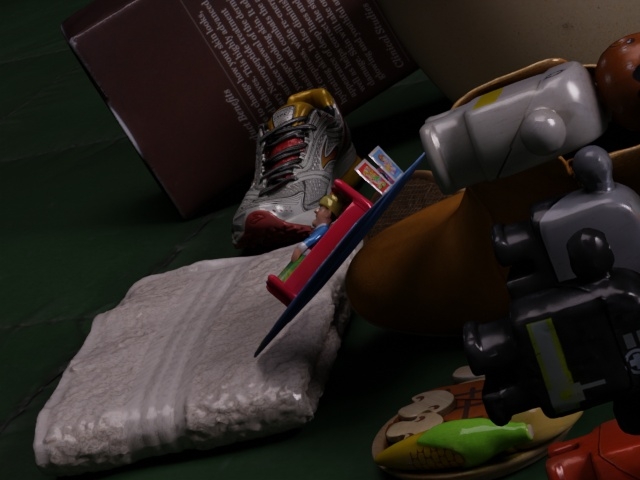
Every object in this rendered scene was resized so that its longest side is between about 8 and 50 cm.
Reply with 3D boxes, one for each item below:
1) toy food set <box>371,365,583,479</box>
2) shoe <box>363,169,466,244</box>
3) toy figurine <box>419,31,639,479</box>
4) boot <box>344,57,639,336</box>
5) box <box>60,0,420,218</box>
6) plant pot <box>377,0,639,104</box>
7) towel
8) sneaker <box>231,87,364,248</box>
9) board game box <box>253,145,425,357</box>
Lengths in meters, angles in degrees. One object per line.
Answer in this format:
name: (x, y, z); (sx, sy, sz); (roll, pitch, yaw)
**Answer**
toy food set: (0.090, 0.097, 1.134); (0.132, 0.038, 0.192); (-7, 20, 29)
shoe: (0.109, -0.005, 1.409); (0.219, 0.058, 0.076); (5, 72, 55)
toy figurine: (0.155, 0.017, 0.987); (0.148, 0.213, 0.209); (-19, 54, 13)
boot: (0.111, -0.031, 1.206); (0.295, 0.211, 0.104); (-11, 63, 24)
box: (-0.019, -0.206, 1.768); (0.381, 0.191, 0.143); (-32, 17, -4)
plant pot: (0.202, -0.171, 1.566); (0.284, 0.191, 0.284); (-21, 13, 5)
towel: (-0.072, 0.069, 1.355); (0.187, 0.049, 0.282); (-13, 18, 14)
sneaker: (-0.028, -0.058, 1.622); (0.088, 0.092, 0.225); (-12, 19, 16)
board game box: (0.000, 0.000, 1.249); (0.133, 0.033, 0.169); (-53, -5, 36)
